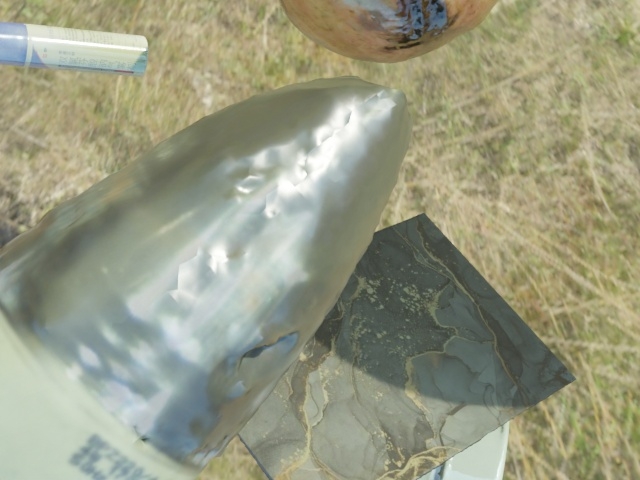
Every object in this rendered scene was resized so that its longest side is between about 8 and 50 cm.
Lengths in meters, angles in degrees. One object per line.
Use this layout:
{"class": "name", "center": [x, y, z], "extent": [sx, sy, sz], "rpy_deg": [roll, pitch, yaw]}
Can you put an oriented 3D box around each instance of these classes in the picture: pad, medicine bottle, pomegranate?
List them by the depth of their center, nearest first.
{"class": "pad", "center": [0.055, 0.105, 1.090], "extent": [0.247, 0.367, 0.007], "rpy_deg": [49, 137, 22]}
{"class": "pomegranate", "center": [0.087, -0.357, 1.315], "extent": [0.322, 0.322, 0.322], "rpy_deg": [0, 118, -1]}
{"class": "medicine bottle", "center": [-0.353, -0.261, 1.573], "extent": [0.231, 0.059, 0.059], "rpy_deg": [1, 120, -25]}

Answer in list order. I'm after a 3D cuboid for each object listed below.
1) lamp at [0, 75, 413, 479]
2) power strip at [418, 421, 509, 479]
{"class": "lamp", "center": [-0.068, 0.035, 0.380], "extent": [0.250, 0.101, 0.101], "rpy_deg": [-45, 111, 0]}
{"class": "power strip", "center": [0.155, 0.340, 1.657], "extent": [0.161, 0.357, 0.357], "rpy_deg": [13, 117, 3]}
